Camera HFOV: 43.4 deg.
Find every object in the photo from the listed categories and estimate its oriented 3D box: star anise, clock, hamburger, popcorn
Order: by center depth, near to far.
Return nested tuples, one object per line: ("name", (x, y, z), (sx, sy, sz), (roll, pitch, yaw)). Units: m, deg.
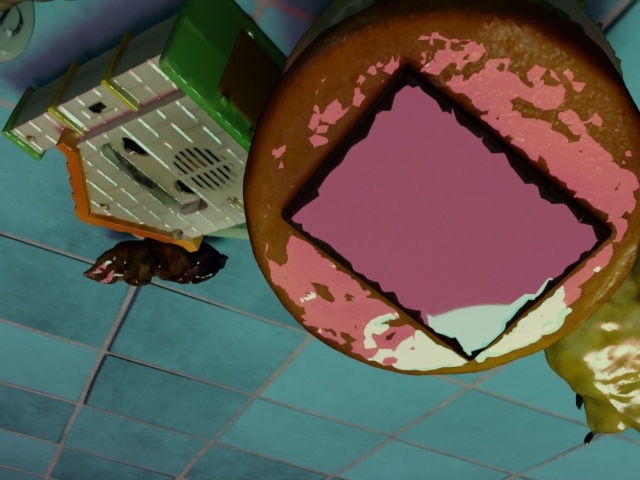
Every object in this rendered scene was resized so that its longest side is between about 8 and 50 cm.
("hamburger", (0.092, -0.061, 0.582), (0.291, 0.225, 0.291), (3, 114, 8))
("clock", (-0.135, -0.090, 0.749), (0.255, 0.106, 0.220), (-13, 138, 36))
("popcorn", (0.329, 0.090, 0.817), (0.191, 0.190, 0.253), (-26, 93, 23))
("star anise", (-0.185, 0.023, 0.913), (0.168, 0.057, 0.168), (2, 178, 0))

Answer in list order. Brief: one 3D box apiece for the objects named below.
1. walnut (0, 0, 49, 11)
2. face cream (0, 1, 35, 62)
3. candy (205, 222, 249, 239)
("walnut", (-0.188, -0.253, 0.414), (0.227, 0.273, 0.273), (-3, 159, -43))
("face cream", (-0.390, -0.196, 0.674), (0.314, 0.089, 0.143), (7, 147, 18))
("candy", (0.000, 0.000, 0.842), (0.440, 0.119, 0.119), (4, 145, 14))
